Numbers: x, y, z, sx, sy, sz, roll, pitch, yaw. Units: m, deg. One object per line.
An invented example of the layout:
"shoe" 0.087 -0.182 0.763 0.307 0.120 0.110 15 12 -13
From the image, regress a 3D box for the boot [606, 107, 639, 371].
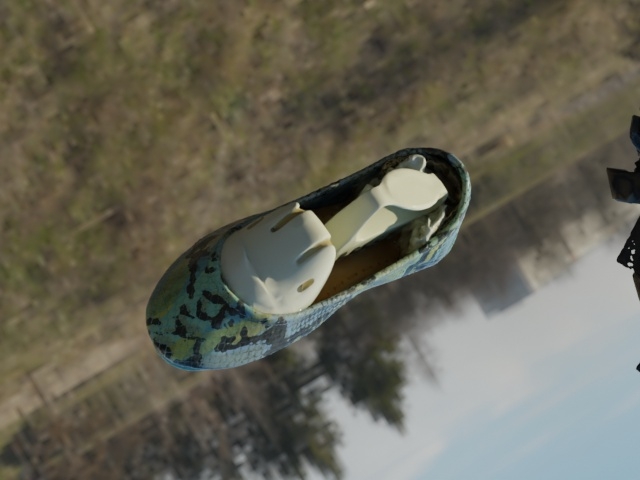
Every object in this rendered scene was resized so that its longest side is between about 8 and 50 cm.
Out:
"boot" 0.118 0.013 0.328 0.121 0.099 0.045 -2 160 -14

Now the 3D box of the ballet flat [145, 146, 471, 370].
"ballet flat" 0.000 0.000 0.778 0.188 0.070 0.070 -29 178 -39
